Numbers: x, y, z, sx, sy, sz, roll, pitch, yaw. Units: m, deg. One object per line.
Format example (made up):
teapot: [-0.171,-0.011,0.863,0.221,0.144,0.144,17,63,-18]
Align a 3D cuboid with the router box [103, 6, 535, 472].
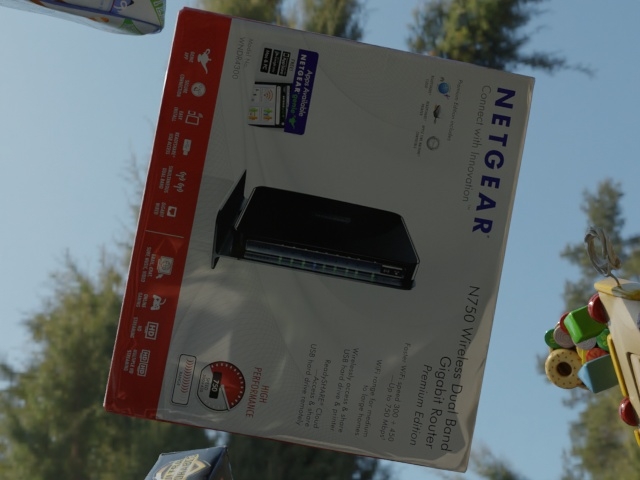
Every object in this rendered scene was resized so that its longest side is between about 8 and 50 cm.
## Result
router box: [0.000,0.000,0.931,0.301,0.335,0.082,10,-3,-3]

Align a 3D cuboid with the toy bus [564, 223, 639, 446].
toy bus: [0.308,0.092,0.945,0.104,0.191,0.202,-20,-36,-12]

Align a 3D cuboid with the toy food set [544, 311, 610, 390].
toy food set: [0.257,0.109,1.072,0.083,0.083,0.020,8,22,34]

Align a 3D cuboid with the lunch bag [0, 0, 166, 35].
lunch bag: [-0.316,-0.313,1.250,0.243,0.115,0.303,8,6,-37]

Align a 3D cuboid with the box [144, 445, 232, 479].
box: [-0.099,0.347,0.836,0.073,0.293,0.295,-11,11,8]
